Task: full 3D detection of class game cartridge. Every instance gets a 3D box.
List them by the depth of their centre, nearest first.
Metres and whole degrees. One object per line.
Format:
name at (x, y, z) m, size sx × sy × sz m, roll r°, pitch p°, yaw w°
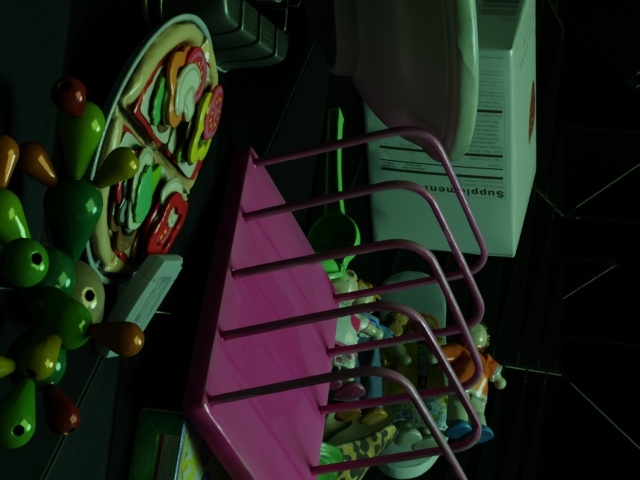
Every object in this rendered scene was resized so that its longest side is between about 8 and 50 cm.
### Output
game cartridge at (-0.131, 0.046, 1.320) m, size 0.083 × 0.017 × 0.056 m, roll -58°, pitch 171°, yaw 7°

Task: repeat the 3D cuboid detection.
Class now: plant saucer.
plant saucer at (0.038, -0.257, 1.605) m, size 0.400 × 0.100 × 0.401 m, roll 168°, pitch -90°, yaw -83°

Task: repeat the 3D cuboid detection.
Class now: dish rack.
dish rack at (-0.064, -0.274, 1.423) m, size 0.208 × 0.074 × 0.272 m, roll 24°, pitch 71°, yaw -77°

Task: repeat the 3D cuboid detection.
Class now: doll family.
doll family at (0.066, 0.122, 1.932) m, size 0.118 × 0.263 × 0.163 m, roll -38°, pitch -141°, yaw 46°

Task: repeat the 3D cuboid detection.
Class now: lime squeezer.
lime squeezer at (0.000, 0.000, 1.817) m, size 0.310 × 0.058 × 0.110 m, roll -67°, pitch 158°, yaw -49°

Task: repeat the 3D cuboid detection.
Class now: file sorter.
file sorter at (0.030, 0.074, 1.524) m, size 0.291 × 0.182 × 0.202 m, roll -82°, pitch 152°, yaw -44°

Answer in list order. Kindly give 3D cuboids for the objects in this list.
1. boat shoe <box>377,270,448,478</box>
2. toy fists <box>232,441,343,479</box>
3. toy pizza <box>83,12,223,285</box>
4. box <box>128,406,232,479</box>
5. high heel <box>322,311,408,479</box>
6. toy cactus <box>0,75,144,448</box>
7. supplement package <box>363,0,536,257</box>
boat shoe at (0.101, 0.177, 2.192) m, size 0.306 × 0.113 × 0.105 m, roll -92°, pitch -178°, yaw -47°
toy fists at (-0.033, 0.244, 1.700) m, size 0.279 × 0.096 × 0.142 m, roll 59°, pitch 39°, yaw -70°
toy pizza at (-0.112, -0.061, 1.304) m, size 0.201 × 0.032 × 0.201 m, roll 19°, pitch 90°, yaw -75°
box at (-0.109, 0.201, 1.482) m, size 0.179 × 0.043 × 0.105 m, roll 53°, pitch 45°, yaw -73°
high heel at (0.049, 0.166, 1.995) m, size 0.186 × 0.093 × 0.261 m, roll 76°, pitch 31°, yaw -64°
toy cactus at (-0.155, 0.023, 1.137) m, size 0.180 × 0.112 × 0.219 m, roll 79°, pitch 10°, yaw -77°
supplement package at (0.154, -0.152, 2.126) m, size 0.177 × 0.175 × 0.293 m, roll -70°, pitch 161°, yaw -48°
